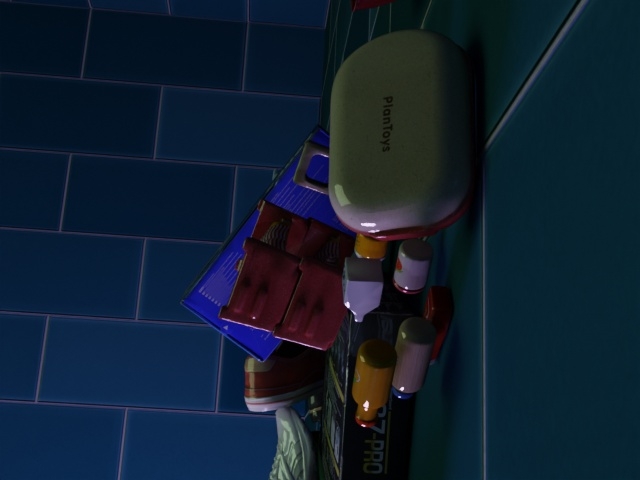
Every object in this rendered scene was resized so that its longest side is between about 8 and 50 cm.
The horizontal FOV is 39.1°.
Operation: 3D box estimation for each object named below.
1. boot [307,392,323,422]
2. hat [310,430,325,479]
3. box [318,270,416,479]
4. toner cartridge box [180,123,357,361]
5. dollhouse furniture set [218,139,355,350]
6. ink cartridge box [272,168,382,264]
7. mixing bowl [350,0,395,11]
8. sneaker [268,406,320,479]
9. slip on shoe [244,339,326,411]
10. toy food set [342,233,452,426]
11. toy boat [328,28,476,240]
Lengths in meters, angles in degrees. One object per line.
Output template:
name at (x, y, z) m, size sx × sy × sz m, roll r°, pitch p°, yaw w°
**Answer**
boot at (0.001, 0.293, 1.829) m, size 0.198 × 0.077 × 0.137 m, roll 95°, pitch 159°, yaw -79°
hat at (0.053, 0.442, 1.702) m, size 0.208 × 0.184 × 0.172 m, roll -16°, pitch -90°, yaw -55°
box at (0.058, 0.222, 1.328) m, size 0.395 × 0.097 × 0.318 m, roll -115°, pitch 27°, yaw -84°
toner cartridge box at (-0.048, 0.005, 1.412) m, size 0.348 × 0.165 × 0.075 m, roll -50°, pitch 9°, yaw 8°
dollhouse furniture set at (0.006, -0.069, 1.190) m, size 0.201 × 0.152 × 0.374 m, roll -87°, pitch 18°, yaw -75°
ink cartridge box at (0.000, 0.000, 1.662) m, size 0.270 × 0.198 × 0.197 m, roll 116°, pitch 157°, yaw -79°
mixing bowl at (0.102, -0.422, 1.317) m, size 0.181 × 0.098 × 0.181 m, roll -175°, pitch 90°, yaw -87°
sneaker at (-0.054, 0.382, 1.456) m, size 0.090 × 0.115 × 0.232 m, roll 77°, pitch 178°, yaw -66°
slip on shoe at (-0.022, 0.208, 1.587) m, size 0.331 × 0.123 × 0.101 m, roll -14°, pitch -84°, yaw -57°
toy food set at (0.079, 0.088, 0.997) m, size 0.232 × 0.111 × 0.104 m, roll -95°, pitch 9°, yaw -51°
toy boat at (0.099, -0.102, 0.950) m, size 0.151 × 0.151 × 0.231 m, roll 37°, pitch -128°, yaw -59°
